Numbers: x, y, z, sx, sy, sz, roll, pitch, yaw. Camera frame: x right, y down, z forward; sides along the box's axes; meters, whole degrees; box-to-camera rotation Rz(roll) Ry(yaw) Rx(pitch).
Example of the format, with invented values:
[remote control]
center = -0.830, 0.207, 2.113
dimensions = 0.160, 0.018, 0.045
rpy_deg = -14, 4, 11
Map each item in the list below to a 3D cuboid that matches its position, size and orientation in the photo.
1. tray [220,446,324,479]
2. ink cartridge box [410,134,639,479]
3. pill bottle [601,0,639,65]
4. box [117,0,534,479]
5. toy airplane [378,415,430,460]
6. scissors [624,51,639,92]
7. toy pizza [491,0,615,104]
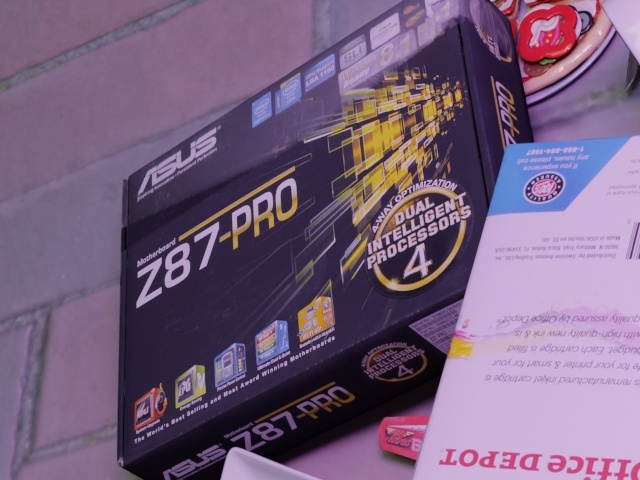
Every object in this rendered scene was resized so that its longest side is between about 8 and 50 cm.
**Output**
[tray]
center = 0.014, 0.258, 1.280
dimensions = 0.270, 0.030, 0.145
rpy_deg = 14, 92, 42
[ink cartridge box]
center = 0.217, 0.093, 1.141
dimensions = 0.198, 0.197, 0.270
rpy_deg = -1, 59, 37
[pill bottle]
center = 0.367, -0.213, 1.265
dimensions = 0.301, 0.169, 0.169
rpy_deg = -35, 45, 12
[box]
center = 0.000, 0.000, 1.420
dimensions = 0.395, 0.097, 0.318
rpy_deg = -29, 44, 29
[toy airplane]
center = 0.102, 0.179, 1.292
dimensions = 0.151, 0.028, 0.151
rpy_deg = -21, 49, 27
[scissors]
center = 0.287, -0.256, 1.468
dimensions = 0.109, 0.021, 0.297
rpy_deg = 16, 72, 40
[toy pizza]
center = 0.175, -0.203, 1.503
dimensions = 0.201, 0.032, 0.201
rpy_deg = -20, 50, 26
